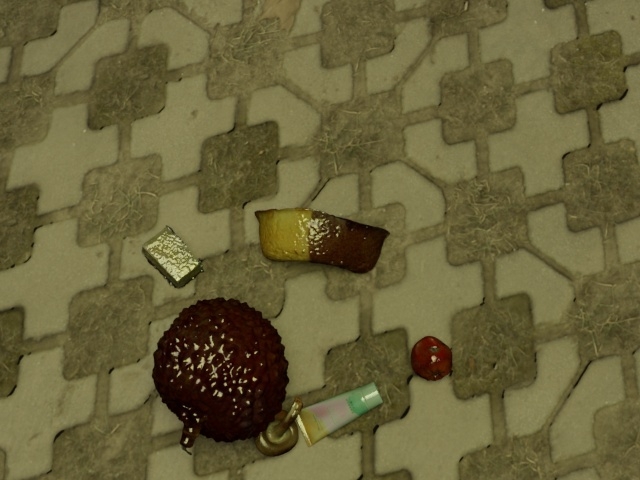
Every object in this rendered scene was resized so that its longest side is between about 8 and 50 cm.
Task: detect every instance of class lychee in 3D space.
[{"bbox_3d":[-0.188,0.250,1.349,0.264,0.264,0.300,19,56,5],"label":"lychee"}]

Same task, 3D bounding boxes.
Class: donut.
[{"bbox_3d":[0.000,0.000,1.489,0.294,0.151,0.113,6,84,0],"label":"donut"}]

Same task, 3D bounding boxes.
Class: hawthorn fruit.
[{"bbox_3d":[0.223,0.235,1.457,0.093,0.093,0.093,0,73,-1],"label":"hawthorn fruit"}]

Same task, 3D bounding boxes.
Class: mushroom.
[{"bbox_3d":[-0.073,0.360,1.413,0.088,0.073,0.130,36,93,-1],"label":"mushroom"}]

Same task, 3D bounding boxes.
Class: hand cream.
[{"bbox_3d":[0.039,0.341,1.441,0.174,0.047,0.076,-25,77,1],"label":"hand cream"}]

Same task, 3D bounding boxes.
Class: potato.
[{"bbox_3d":[-0.309,0.036,1.515,0.086,0.061,0.122,-43,79,-14],"label":"potato"}]
